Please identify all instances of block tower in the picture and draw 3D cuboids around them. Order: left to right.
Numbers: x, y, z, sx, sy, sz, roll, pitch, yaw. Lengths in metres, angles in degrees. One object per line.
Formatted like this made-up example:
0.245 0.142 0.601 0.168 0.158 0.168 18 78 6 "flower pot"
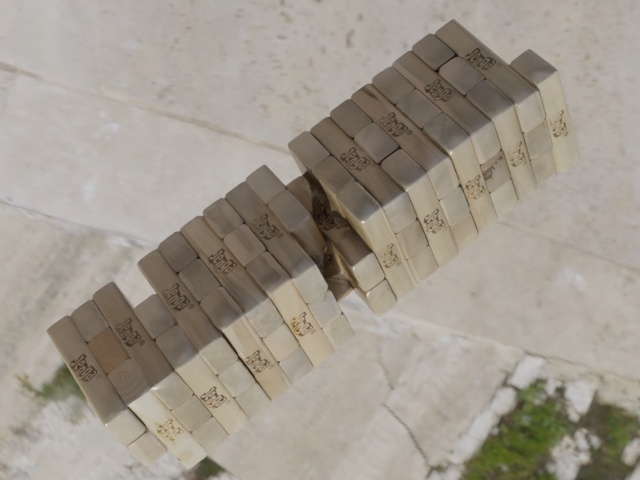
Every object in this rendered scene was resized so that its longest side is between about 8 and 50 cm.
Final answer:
0.000 0.000 0.819 0.335 0.097 0.091 -37 142 -6 "block tower"
